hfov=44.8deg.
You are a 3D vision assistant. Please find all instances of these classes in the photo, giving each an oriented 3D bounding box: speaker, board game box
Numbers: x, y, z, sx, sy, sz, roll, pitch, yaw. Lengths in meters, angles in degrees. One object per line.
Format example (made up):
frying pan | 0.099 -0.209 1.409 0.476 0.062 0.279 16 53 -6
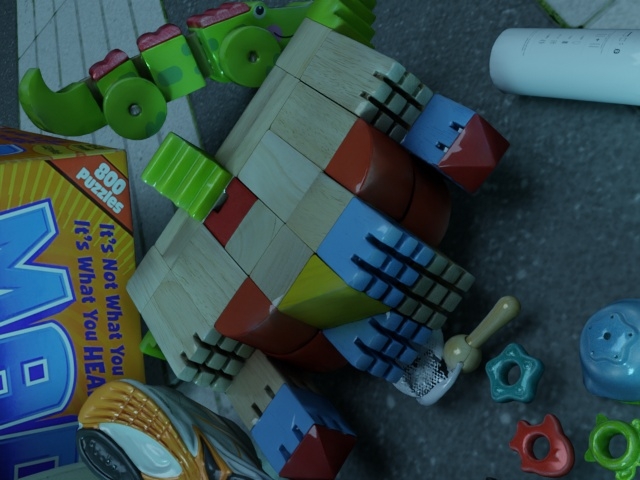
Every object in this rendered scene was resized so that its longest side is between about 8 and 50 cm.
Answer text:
speaker | 0.197 -0.135 0.592 0.136 0.055 0.055 18 82 49
board game box | -0.417 0.086 0.765 0.356 0.356 0.356 15 112 49

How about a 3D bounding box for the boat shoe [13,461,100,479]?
boat shoe | -0.223 0.269 0.631 0.127 0.340 0.113 48 134 50

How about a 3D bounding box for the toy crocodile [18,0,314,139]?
toy crocodile | -0.154 -0.196 0.849 0.340 0.105 0.115 -27 25 -12

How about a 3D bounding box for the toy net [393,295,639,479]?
toy net | 0.129 0.098 0.543 0.232 0.045 0.122 -6 66 45

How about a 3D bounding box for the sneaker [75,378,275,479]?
sneaker | -0.066 0.200 0.625 0.262 0.121 0.099 40 99 16

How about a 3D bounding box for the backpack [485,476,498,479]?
backpack | -0.002 0.237 0.411 0.225 0.254 0.191 -166 77 -82

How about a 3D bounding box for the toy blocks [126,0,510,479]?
toy blocks | 0.000 0.000 0.607 0.381 0.191 0.261 -55 40 6
